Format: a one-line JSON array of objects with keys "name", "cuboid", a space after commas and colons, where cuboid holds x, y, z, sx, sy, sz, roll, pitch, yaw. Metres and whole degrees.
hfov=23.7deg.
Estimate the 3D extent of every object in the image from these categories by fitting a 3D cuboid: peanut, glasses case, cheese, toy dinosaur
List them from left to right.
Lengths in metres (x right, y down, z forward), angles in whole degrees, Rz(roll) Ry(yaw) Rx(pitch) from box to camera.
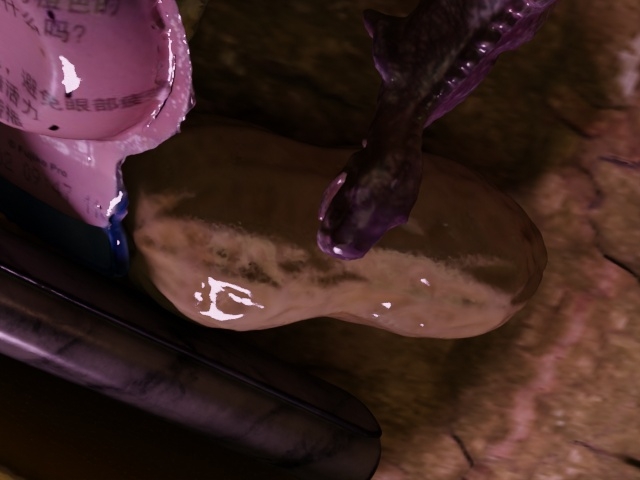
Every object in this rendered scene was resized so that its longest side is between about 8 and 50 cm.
[{"name": "cheese", "cuboid": [-0.135, -0.088, 0.722, 0.189, 0.074, 0.286, 28, 143, 21]}, {"name": "glasses case", "cuboid": [-0.128, 0.166, 0.923, 0.371, 0.173, 0.141, 34, 117, -20]}, {"name": "glasses case", "cuboid": [-0.105, 0.062, 0.865, 0.299, 0.114, 0.060, 28, 89, -31]}, {"name": "peanut", "cuboid": [0.000, 0.000, 0.839, 0.257, 0.123, 0.123, 10, 125, -6]}, {"name": "toy dinosaur", "cuboid": [0.091, -0.104, 0.720, 0.251, 0.200, 0.072, -31, 118, 23]}]

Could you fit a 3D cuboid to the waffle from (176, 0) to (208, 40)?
[{"name": "waffle", "cuboid": [-0.119, -0.241, 0.696, 0.297, 0.073, 0.317, 25, 129, -11]}]
